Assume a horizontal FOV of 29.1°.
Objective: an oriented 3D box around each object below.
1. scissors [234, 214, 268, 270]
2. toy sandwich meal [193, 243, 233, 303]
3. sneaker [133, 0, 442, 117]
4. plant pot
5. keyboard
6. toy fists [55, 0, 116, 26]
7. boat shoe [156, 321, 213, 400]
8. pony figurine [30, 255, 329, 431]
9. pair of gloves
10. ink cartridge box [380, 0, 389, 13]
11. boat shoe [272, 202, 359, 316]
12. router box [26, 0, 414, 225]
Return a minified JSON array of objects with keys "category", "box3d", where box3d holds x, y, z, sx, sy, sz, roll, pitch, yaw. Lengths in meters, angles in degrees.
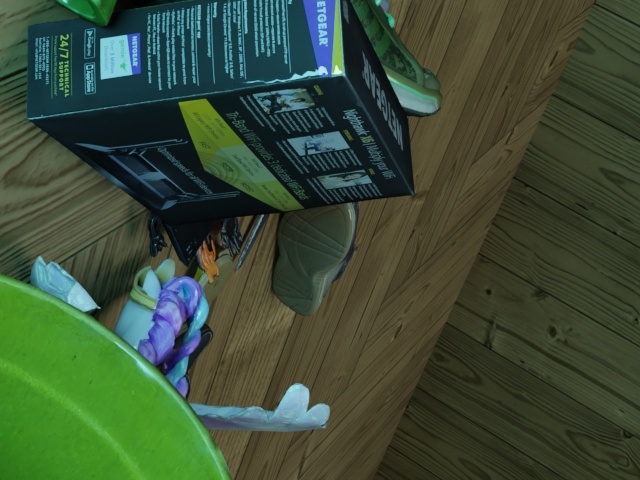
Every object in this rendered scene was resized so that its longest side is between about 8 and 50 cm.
[{"category":"scissors","box3d":[-0.044,-0.097,1.556,0.297,0.021,0.109,-57,167,-2]},{"category":"toy sandwich meal","box3d":[-0.138,0.043,1.503,0.085,0.029,0.085,-49,163,-21]},{"category":"sneaker","box3d":[0.010,-0.226,1.134,0.410,0.158,0.182,19,85,-58]},{"category":"plant pot","box3d":[-0.303,0.262,0.890,0.353,0.366,0.366,-52,168,24]},{"category":"keyboard","box3d":[-0.152,-0.039,1.270,0.108,0.023,0.180,-59,157,-24]},{"category":"toy fists","box3d":[-0.149,-0.250,0.791,0.142,0.096,0.279,-58,163,-8]},{"category":"boat shoe","box3d":[-0.194,0.185,1.502,0.223,0.073,0.080,-46,160,-38]},{"category":"pony figurine","box3d":[-0.203,0.169,1.177,0.363,0.303,0.351,-59,-163,-13]},{"category":"pair of gloves","box3d":[-0.122,0.002,1.458,0.083,0.010,0.074,-48,137,-38]},{"category":"ink cartridge box","box3d":[-0.025,-0.217,1.312,0.186,0.065,0.311,-61,163,6]},{"category":"boat shoe","box3d":[0.000,0.000,1.729,0.092,0.103,0.285,-55,169,-35]},{"category":"router box","box3d":[-0.066,-0.100,1.024,0.309,0.243,0.081,48,37,-71]}]
